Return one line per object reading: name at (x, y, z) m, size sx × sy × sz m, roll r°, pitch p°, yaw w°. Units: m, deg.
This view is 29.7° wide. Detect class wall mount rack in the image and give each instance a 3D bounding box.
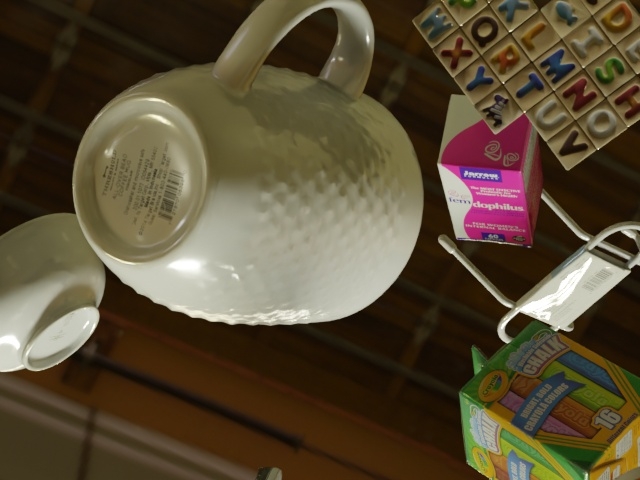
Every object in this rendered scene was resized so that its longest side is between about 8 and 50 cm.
wall mount rack at (0.398, 0.027, 2.129) m, size 0.304 × 0.350 × 0.130 m, roll 23°, pitch -143°, yaw -28°

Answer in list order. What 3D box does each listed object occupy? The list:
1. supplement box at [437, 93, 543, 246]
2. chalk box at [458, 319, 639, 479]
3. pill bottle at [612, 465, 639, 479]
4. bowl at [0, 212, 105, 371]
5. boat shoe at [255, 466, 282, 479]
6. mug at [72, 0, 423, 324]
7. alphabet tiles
supplement box at (0.232, -0.091, 1.622) m, size 0.111 × 0.114 × 0.220 m, roll 6°, pitch 154°, yaw 17°
chalk box at (0.316, 0.254, 1.725) m, size 0.289 × 0.179 × 0.180 m, roll 29°, pitch 147°, yaw 38°
pill bottle at (0.293, 0.284, 0.920) m, size 0.121 × 0.121 × 0.216 m, roll 19°, pitch -153°, yaw -34°
bowl at (-0.442, 0.109, 1.889) m, size 0.134 × 0.298 × 0.298 m, roll 45°, pitch -164°, yaw 18°
boat shoe at (-0.103, 0.415, 1.959) m, size 0.040 × 0.049 × 0.142 m, roll 8°, pitch -156°, yaw 15°
mug at (-0.064, -0.091, 1.241) m, size 0.276 × 0.374 × 0.328 m, roll 35°, pitch -165°, yaw 27°
alphabet tiles at (0.243, -0.204, 1.299) m, size 0.237 × 0.198 × 0.009 m, roll 55°, pitch -160°, yaw 5°
